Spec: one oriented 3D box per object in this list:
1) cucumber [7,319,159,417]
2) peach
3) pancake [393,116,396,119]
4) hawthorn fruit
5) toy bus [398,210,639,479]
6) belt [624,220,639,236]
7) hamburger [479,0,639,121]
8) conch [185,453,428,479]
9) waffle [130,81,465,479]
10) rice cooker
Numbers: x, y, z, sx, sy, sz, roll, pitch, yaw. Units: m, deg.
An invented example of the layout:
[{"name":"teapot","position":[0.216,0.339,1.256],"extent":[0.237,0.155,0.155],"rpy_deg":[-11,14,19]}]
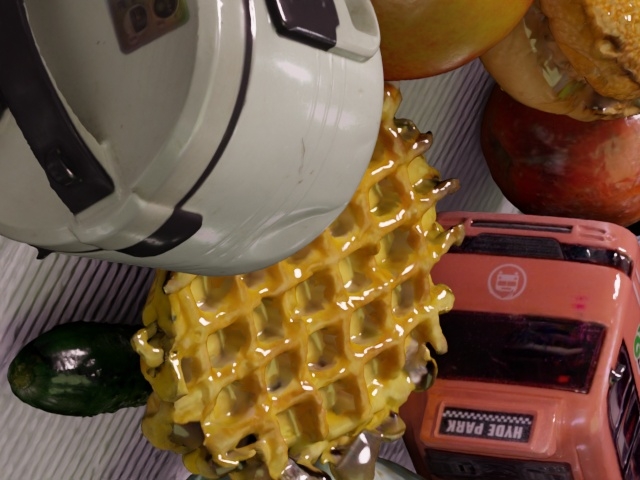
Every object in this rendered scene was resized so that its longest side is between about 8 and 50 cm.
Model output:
[{"name":"cucumber","position":[-0.131,0.087,1.302],"extent":[0.227,0.069,0.069],"rpy_deg":[4,111,-59]},{"name":"peach","position":[0.053,-0.195,1.248],"extent":[0.197,0.197,0.197],"rpy_deg":[-35,140,-36]},{"name":"pancake","position":[-0.001,0.000,1.401],"extent":[0.250,0.031,0.250],"rpy_deg":[-14,108,-48]},{"name":"hawthorn fruit","position":[0.214,-0.087,1.571],"extent":[0.173,0.173,0.173],"rpy_deg":[-35,140,-36]},{"name":"toy bus","position":[0.190,0.164,1.630],"extent":[0.427,0.203,0.233],"rpy_deg":[67,33,-52]},{"name":"belt","position":[0.266,-0.017,1.708],"extent":[0.078,0.151,0.198],"rpy_deg":[-20,131,-48]},{"name":"hamburger","position":[0.217,-0.236,1.412],"extent":[0.290,0.170,0.314],"rpy_deg":[-14,104,-44]},{"name":"conch","position":[-0.019,0.281,1.472],"extent":[0.303,0.215,0.319],"rpy_deg":[-34,101,-22]},{"name":"waffle","position":[-0.020,0.034,1.308],"extent":[0.329,0.062,0.329],"rpy_deg":[-10,104,-42]},{"name":"rice cooker","position":[-0.096,-0.095,1.068],"extent":[0.244,0.226,0.226],"rpy_deg":[10,106,-53]}]
